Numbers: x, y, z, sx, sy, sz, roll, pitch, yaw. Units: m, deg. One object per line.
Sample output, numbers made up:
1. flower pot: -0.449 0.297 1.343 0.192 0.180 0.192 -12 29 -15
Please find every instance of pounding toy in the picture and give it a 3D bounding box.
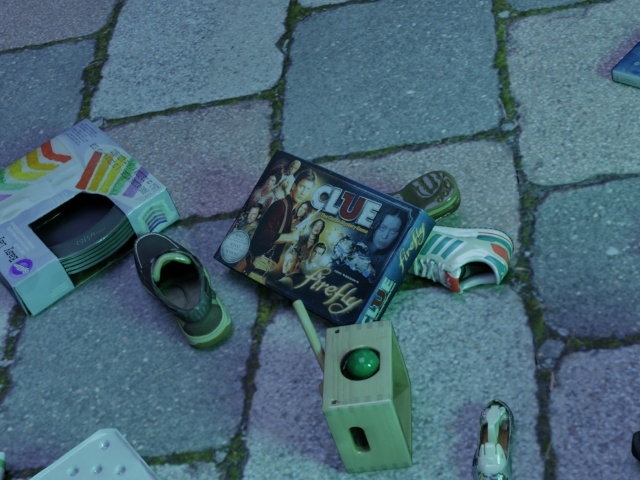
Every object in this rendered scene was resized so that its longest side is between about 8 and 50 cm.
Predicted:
1. pounding toy: 0.033 0.147 1.200 0.100 0.141 0.130 -9 42 12

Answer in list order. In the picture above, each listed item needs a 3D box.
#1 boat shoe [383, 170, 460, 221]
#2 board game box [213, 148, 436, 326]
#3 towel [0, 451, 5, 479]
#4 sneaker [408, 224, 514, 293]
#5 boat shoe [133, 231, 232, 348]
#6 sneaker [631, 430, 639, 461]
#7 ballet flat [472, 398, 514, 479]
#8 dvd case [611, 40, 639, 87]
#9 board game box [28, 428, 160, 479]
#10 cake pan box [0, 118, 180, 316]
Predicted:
1. boat shoe: 0.091 -0.026 1.429 0.178 0.060 0.064 -21 58 10
2. board game box: 0.000 0.000 1.398 0.243 0.042 0.165 25 82 38
3. towel: -0.485 0.367 1.233 0.248 0.038 0.324 -4 43 15
4. sneaker: 0.143 0.025 1.353 0.161 0.057 0.075 0 39 16
5. boat shoe: -0.179 0.044 1.439 0.080 0.073 0.223 -29 43 -11
6. sneaker: 0.367 0.159 1.122 0.178 0.072 0.077 -35 33 -26
7. ballet flat: 0.173 0.206 1.162 0.041 0.041 0.114 -3 44 17
8. dvd case: 0.539 -0.235 1.515 0.253 0.022 0.180 25 56 39
9. board game box: -0.254 0.405 1.060 0.390 0.050 0.390 -36 46 -18
10. cake pan box: -0.358 -0.037 1.600 0.246 0.070 0.267 -35 44 -15
